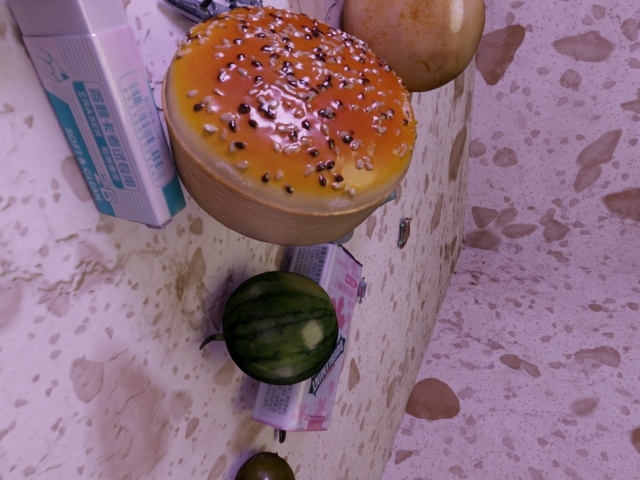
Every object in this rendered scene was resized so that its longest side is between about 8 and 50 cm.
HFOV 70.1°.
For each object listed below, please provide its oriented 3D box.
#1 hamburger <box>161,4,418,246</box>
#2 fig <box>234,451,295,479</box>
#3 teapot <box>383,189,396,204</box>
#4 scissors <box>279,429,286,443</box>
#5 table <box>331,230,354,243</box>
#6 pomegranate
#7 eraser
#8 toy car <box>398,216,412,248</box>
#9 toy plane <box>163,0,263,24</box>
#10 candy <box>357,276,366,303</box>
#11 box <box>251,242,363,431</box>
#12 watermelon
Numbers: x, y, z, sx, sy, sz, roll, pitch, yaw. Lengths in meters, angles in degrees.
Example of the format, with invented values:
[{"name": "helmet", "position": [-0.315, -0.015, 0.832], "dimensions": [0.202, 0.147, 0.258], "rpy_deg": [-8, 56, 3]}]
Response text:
[{"name": "hamburger", "position": [-0.031, -0.140, 0.523], "dimensions": [0.300, 0.300, 0.176], "rpy_deg": [-54, 178, -43]}, {"name": "fig", "position": [-0.094, 0.485, 0.927], "dimensions": [0.184, 0.126, 0.133], "rpy_deg": [-9, 95, -60]}, {"name": "teapot", "position": [0.085, -0.128, 1.057], "dimensions": [0.232, 0.158, 0.159], "rpy_deg": [-25, 123, -73]}, {"name": "scissors", "position": [-0.079, 0.304, 0.997], "dimensions": [0.160, 0.024, 0.318], "rpy_deg": [-23, 119, -63]}, {"name": "table", "position": [-0.030, -0.088, 0.726], "dimensions": [0.166, 0.198, 0.167], "rpy_deg": [-37, 132, -56]}, {"name": "pomegranate", "position": [0.193, -0.472, 0.948], "dimensions": [0.319, 0.318, 0.320], "rpy_deg": [-38, 133, -55]}, {"name": "eraser", "position": [-0.208, -0.123, 0.449], "dimensions": [0.052, 0.095, 0.225], "rpy_deg": [-51, 144, -44]}, {"name": "toy car", "position": [0.314, -0.026, 1.697], "dimensions": [0.059, 0.035, 0.122], "rpy_deg": [-26, 122, -65]}, {"name": "toy plane", "position": [-0.108, -0.292, 0.619], "dimensions": [0.234, 0.082, 0.160], "rpy_deg": [2, 72, -66]}, {"name": "candy", "position": [0.127, 0.151, 1.383], "dimensions": [0.030, 0.020, 0.084], "rpy_deg": [2, 96, -66]}, {"name": "box", "position": [-0.017, 0.186, 0.933], "dimensions": [0.190, 0.112, 0.370], "rpy_deg": [44, 55, -59]}, {"name": "watermelon", "position": [-0.078, 0.145, 0.756], "dimensions": [0.188, 0.214, 0.188], "rpy_deg": [-14, 90, -89]}]
